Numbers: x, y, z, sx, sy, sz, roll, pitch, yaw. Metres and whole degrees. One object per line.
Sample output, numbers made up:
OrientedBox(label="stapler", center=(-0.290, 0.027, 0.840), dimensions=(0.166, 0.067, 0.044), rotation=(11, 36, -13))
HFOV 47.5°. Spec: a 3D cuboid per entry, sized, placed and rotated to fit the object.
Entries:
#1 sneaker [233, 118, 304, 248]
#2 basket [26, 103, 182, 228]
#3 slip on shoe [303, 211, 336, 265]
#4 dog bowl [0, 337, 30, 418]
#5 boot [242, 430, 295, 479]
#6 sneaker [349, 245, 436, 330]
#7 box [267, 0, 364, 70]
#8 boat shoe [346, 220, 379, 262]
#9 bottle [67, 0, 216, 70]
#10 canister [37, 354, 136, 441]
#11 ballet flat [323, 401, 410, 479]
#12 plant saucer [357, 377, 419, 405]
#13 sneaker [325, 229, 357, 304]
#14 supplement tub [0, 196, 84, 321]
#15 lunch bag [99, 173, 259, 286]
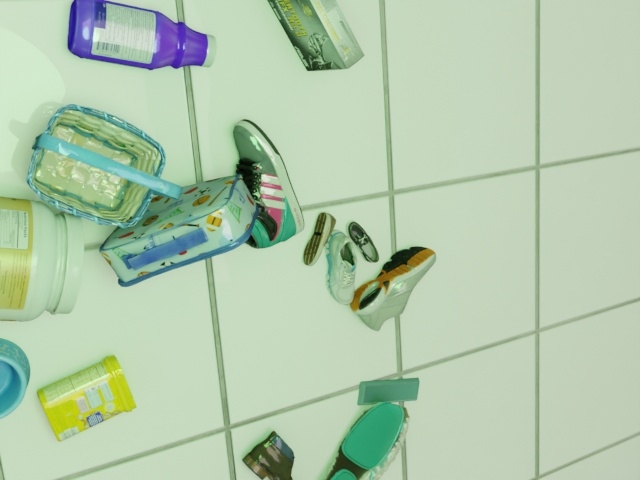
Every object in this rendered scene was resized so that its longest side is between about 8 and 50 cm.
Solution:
OrientedBox(label="sneaker", center=(-0.164, -0.101, 1.599), dimensions=(0.178, 0.124, 0.295), rotation=(-37, 117, -28))
OrientedBox(label="basket", center=(-0.414, -0.138, 1.349), dimensions=(0.255, 0.289, 0.201), rotation=(24, 88, -31))
OrientedBox(label="slip on shoe", center=(0.000, 0.000, 1.750), dimensions=(0.041, 0.051, 0.135), rotation=(21, 84, -42))
OrientedBox(label="dog bowl", center=(-0.711, 0.272, 1.397), dimensions=(0.297, 0.074, 0.165), rotation=(8, 97, -29))
OrientedBox(label="boot", center=(-0.083, 0.567, 1.802), dimensions=(0.106, 0.082, 0.219), rotation=(-49, 117, -9))
OrientedBox(label="sneaker", center=(0.198, 0.124, 1.867), dimensions=(0.262, 0.099, 0.121), rotation=(-38, 124, -9))
OrientedBox(label="box", center=(-0.022, -0.476, 1.557), dimensions=(0.056, 0.183, 0.231), rotation=(-40, 117, -16))
OrientedBox(label="boat shoe", center=(0.107, 0.005, 1.813), dimensions=(0.046, 0.038, 0.125), rotation=(-36, 115, -18))
OrientedBox(label="bottle", center=(-0.349, -0.400, 1.444), dimensions=(0.283, 0.092, 0.118), rotation=(3, 100, -29))
OrientedBox(label="canister", center=(-0.491, 0.333, 1.532), dimensions=(0.170, 0.073, 0.126), rotation=(-23, 111, -22))
OrientedBox(label="ballet flat", center=(0.099, 0.599, 1.902), dimensions=(0.147, 0.147, 0.409), rotation=(39, 84, -29))
OrientedBox(label="plant saucer", center=(0.187, 0.407, 1.955), dimensions=(0.192, 0.018, 0.067), rotation=(3, 99, -28))
OrientedBox(label="sneaker", center=(0.058, 0.073, 1.776), dimensions=(0.071, 0.083, 0.190), rotation=(-18, 110, -26))
OrientedBox(label="supplement tub", center=(-0.608, 0.031, 1.313), dimensions=(0.316, 0.228, 0.228), rotation=(6, 97, -30))
OrientedBox(label="lunch bag", center=(-0.279, -0.018, 1.439), dimensions=(0.304, 0.243, 0.115), rotation=(-21, 113, 10))
